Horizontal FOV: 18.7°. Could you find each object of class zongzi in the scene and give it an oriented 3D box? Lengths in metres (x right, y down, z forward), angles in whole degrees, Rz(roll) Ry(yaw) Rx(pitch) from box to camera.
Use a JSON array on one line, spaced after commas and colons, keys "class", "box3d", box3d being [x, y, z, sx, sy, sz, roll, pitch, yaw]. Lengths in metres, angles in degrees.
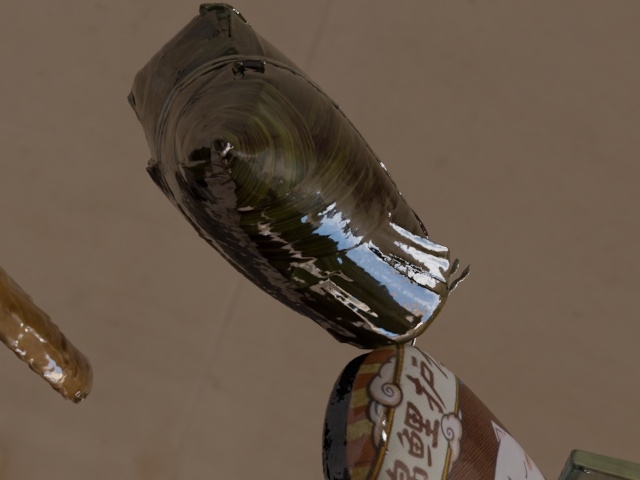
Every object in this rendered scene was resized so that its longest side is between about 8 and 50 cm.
[{"class": "zongzi", "box3d": [0.000, 0.000, 1.087, 0.111, 0.248, 0.241, -40, -160, 7]}]

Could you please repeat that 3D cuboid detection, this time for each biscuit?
[{"class": "biscuit", "box3d": [-0.192, 0.040, 1.176, 0.033, 0.144, 0.224, -47, -155, -7]}]

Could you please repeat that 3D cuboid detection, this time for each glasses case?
[{"class": "glasses case", "box3d": [0.099, 0.190, 1.157, 0.321, 0.082, 0.122, 52, 39, -33]}]

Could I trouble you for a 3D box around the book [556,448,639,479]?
[{"class": "book", "box3d": [0.256, 0.271, 1.525, 0.283, 0.214, 0.025, 104, -2, -48]}]
